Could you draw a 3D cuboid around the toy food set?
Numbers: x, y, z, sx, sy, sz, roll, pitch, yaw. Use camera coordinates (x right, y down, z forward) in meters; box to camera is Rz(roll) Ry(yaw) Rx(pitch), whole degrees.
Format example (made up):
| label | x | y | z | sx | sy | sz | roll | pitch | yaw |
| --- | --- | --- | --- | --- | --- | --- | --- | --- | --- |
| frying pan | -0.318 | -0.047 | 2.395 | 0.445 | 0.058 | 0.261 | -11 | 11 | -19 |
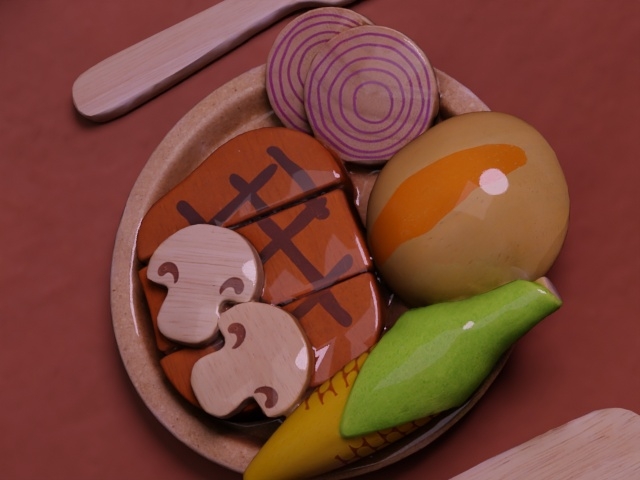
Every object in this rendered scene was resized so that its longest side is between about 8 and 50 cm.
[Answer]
| label | x | y | z | sx | sy | sz | roll | pitch | yaw |
| --- | --- | --- | --- | --- | --- | --- | --- | --- | --- |
| toy food set | 0.000 | 0.000 | 0.531 | 0.132 | 0.038 | 0.192 | -28 | 65 | 10 |
